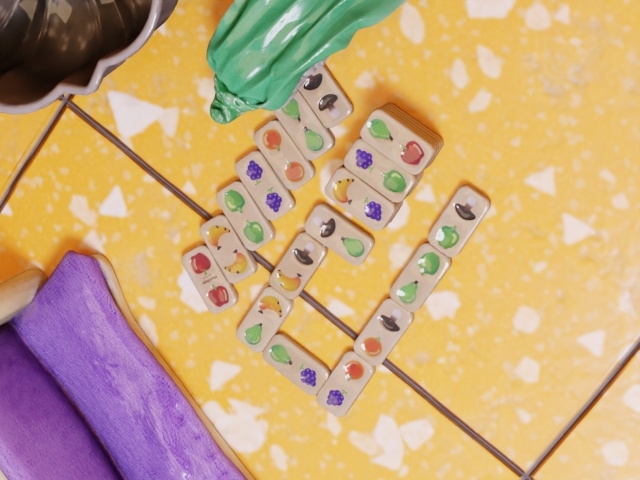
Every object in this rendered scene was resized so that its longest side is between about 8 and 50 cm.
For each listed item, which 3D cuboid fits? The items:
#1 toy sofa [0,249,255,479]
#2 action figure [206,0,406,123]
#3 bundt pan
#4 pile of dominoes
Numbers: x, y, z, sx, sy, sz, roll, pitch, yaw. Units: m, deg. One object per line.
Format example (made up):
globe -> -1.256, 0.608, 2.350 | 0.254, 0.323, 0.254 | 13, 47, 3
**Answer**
toy sofa -> -0.187, 0.197, 1.415 | 0.177, 0.150, 0.362 | -36, 90, 24
action figure -> -0.014, -0.181, 1.305 | 0.137, 0.063, 0.232 | 43, 107, 6
bundt pan -> -0.236, -0.271, 1.331 | 0.330, 0.124, 0.331 | 4, 104, 18
pile of dominoes -> 0.000, 0.000, 1.360 | 0.196, 0.040, 0.251 | 36, 111, 8
